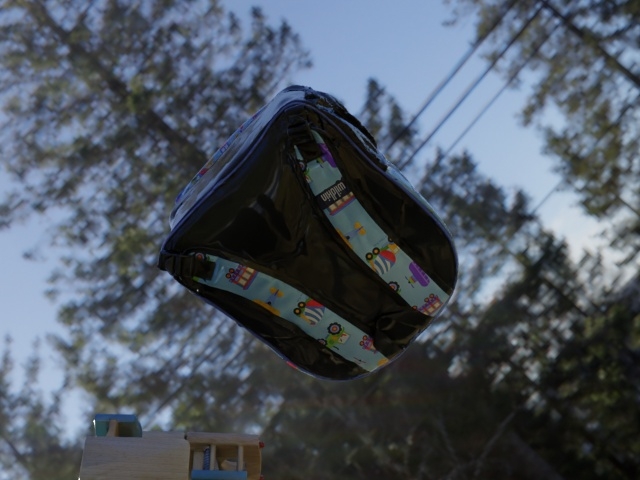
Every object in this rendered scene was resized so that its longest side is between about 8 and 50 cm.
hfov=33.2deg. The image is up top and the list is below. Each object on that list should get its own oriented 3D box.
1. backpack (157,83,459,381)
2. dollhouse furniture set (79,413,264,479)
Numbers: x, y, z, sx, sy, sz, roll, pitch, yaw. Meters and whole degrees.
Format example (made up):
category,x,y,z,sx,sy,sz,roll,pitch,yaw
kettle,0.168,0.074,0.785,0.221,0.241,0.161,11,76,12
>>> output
category,x,y,z,sx,sy,sz,roll,pitch,yaw
backpack,0.000,0.000,0.726,0.158,0.173,0.117,-48,15,12
dollhouse furniture set,-0.107,0.185,0.837,0.129,0.129,0.184,-92,5,-46
